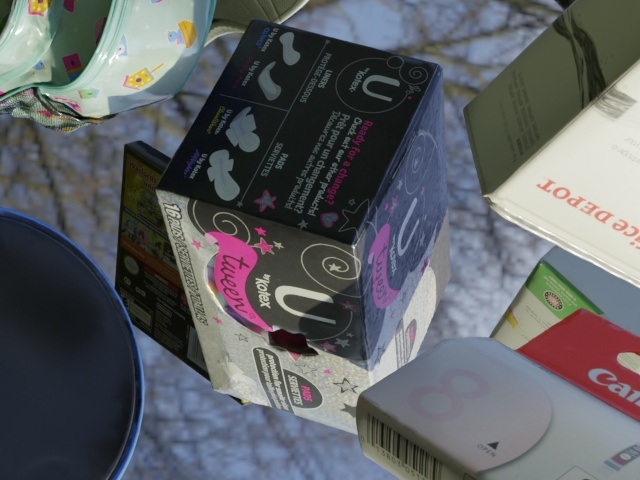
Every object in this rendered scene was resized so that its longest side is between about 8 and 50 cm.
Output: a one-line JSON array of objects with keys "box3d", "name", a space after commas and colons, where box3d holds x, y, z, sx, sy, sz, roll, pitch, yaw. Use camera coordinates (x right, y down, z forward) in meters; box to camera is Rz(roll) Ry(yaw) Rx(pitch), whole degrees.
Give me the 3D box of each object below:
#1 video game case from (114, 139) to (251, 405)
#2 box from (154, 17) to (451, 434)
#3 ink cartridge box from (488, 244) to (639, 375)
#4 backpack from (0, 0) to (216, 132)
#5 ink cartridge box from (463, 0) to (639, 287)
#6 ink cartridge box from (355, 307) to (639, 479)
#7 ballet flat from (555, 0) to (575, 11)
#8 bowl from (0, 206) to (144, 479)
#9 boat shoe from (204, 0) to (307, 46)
[{"box3d": [-0.161, 0.038, 1.980, 0.275, 0.035, 0.248, 32, -54, 37], "name": "video game case"}, {"box3d": [0.000, 0.000, 1.079, 0.247, 0.142, 0.163, 80, 30, -53], "name": "box"}, {"box3d": [0.268, 0.101, 1.607, 0.154, 0.093, 0.212, 43, -34, 13], "name": "ink cartridge box"}, {"box3d": [-0.156, -0.160, 0.997, 0.188, 0.144, 0.166, -1, -100, 42], "name": "backpack"}, {"box3d": [0.215, -0.086, 0.926, 0.218, 0.158, 0.092, -45, -145, 30], "name": "ink cartridge box"}, {"box3d": [0.168, 0.109, 1.014, 0.189, 0.232, 0.066, 29, -42, 37], "name": "ink cartridge box"}, {"box3d": [0.200, -0.242, 1.357, 0.173, 0.057, 0.049, 51, -36, 42], "name": "ballet flat"}, {"box3d": [-0.357, 0.145, 1.652, 0.077, 0.391, 0.391, -21, -112, 48], "name": "bowl"}, {"box3d": [-0.111, -0.333, 2.117, 0.320, 0.103, 0.118, -21, -73, 46], "name": "boat shoe"}]
